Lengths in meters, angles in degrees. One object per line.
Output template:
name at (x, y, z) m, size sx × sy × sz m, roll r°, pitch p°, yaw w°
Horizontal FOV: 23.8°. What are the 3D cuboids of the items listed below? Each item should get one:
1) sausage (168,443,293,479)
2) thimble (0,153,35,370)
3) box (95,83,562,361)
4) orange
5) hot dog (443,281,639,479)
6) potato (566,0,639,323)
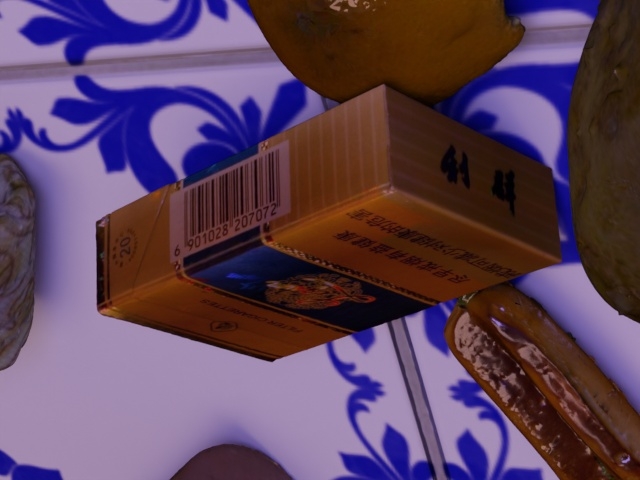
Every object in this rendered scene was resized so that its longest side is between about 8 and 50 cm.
sausage at (-0.111, 0.262, 1.155) m, size 0.123 × 0.123 × 0.253 m, roll 42°, pitch 132°, yaw -3°
thimble at (-0.293, 0.011, 1.057) m, size 0.190 × 0.137 × 0.143 m, roll 8°, pitch 133°, yaw -4°
box at (0.000, 0.001, 0.887) m, size 0.237 × 0.070 × 0.152 m, roll -20°, pitch 152°, yaw 40°
orange at (0.021, -0.138, 0.807) m, size 0.170 × 0.112 × 0.160 m, roll 37°, pitch 134°, yaw 18°
hot dog at (0.148, 0.095, 0.929) m, size 0.188 × 0.055 × 0.072 m, roll 50°, pitch 135°, yaw -10°
potato at (0.220, -0.071, 0.690) m, size 0.210 × 0.173 × 0.307 m, roll 32°, pitch 130°, yaw 4°
